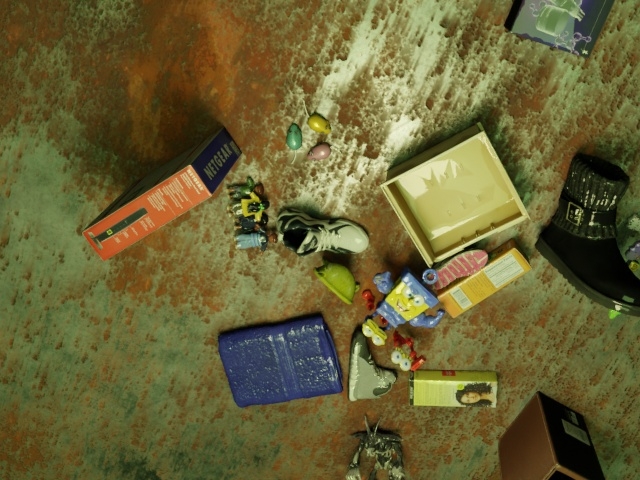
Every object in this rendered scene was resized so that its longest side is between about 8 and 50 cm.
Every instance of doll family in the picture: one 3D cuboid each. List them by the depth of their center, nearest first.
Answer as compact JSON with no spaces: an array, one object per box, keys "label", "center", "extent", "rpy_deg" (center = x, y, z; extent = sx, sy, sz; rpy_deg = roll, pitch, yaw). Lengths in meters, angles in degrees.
[{"label":"doll family","center":[-0.168,-0.057,1.935],"extent":[0.111,0.076,0.193],"rpy_deg":[-7,117,4]}]

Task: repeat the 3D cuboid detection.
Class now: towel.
[{"label":"towel","center":[-0.106,0.326,2.093],"extent":[0.308,0.076,0.227],"rpy_deg":[-11,104,11]}]

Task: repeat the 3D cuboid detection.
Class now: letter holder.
[{"label":"letter holder","center":[0.584,0.581,1.997],"extent":[0.152,0.302,0.214],"rpy_deg":[29,113,-7]}]

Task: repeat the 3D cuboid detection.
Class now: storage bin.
[{"label":"storage bin","center":[0.320,-0.101,1.833],"extent":[0.262,0.123,0.260],"rpy_deg":[-28,107,16]}]

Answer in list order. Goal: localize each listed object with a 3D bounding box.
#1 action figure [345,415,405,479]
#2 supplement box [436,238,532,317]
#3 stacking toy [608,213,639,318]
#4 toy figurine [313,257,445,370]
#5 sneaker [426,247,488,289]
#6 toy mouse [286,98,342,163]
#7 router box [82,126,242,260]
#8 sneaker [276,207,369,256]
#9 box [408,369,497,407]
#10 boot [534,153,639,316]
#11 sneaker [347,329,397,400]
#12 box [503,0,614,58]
[{"label":"action figure","center":[0.164,0.629,2.153],"extent":[0.164,0.141,0.275],"rpy_deg":[-7,114,21]},{"label":"supplement box","center":[0.405,0.094,1.932],"extent":[0.233,0.078,0.080],"rpy_deg":[-34,103,17]},{"label":"stacking toy","center":[0.722,0.056,1.832],"extent":[0.052,0.167,0.221],"rpy_deg":[26,114,-5]},{"label":"toy figurine","center":[0.185,0.118,1.905],"extent":[0.362,0.191,0.217],"rpy_deg":[45,109,-7]},{"label":"sneaker","center":[0.338,0.057,1.920],"extent":[0.170,0.074,0.063],"rpy_deg":[-32,108,30]},{"label":"toy mouse","center":[-0.030,-0.232,1.864],"extent":[0.161,0.031,0.143],"rpy_deg":[40,111,-11]},{"label":"router box","center":[-0.353,-0.116,1.783],"extent":[0.301,0.335,0.082],"rpy_deg":[-29,106,17]},{"label":"sneaker","center":[0.000,0.000,1.893],"extent":[0.235,0.153,0.094],"rpy_deg":[21,115,-3]},{"label":"box","center":[0.353,0.396,2.076],"extent":[0.232,0.058,0.087],"rpy_deg":[-1,113,7]},{"label":"boot","center":[0.640,-0.018,1.734],"extent":[0.131,0.348,0.260],"rpy_deg":[2,121,-33]},{"label":"sneaker","center":[0.142,0.333,2.066],"extent":[0.132,0.086,0.228],"rpy_deg":[3,123,0]},{"label":"box","center":[0.529,-0.543,1.636],"extent":[0.184,0.103,0.261],"rpy_deg":[17,114,-4]}]
